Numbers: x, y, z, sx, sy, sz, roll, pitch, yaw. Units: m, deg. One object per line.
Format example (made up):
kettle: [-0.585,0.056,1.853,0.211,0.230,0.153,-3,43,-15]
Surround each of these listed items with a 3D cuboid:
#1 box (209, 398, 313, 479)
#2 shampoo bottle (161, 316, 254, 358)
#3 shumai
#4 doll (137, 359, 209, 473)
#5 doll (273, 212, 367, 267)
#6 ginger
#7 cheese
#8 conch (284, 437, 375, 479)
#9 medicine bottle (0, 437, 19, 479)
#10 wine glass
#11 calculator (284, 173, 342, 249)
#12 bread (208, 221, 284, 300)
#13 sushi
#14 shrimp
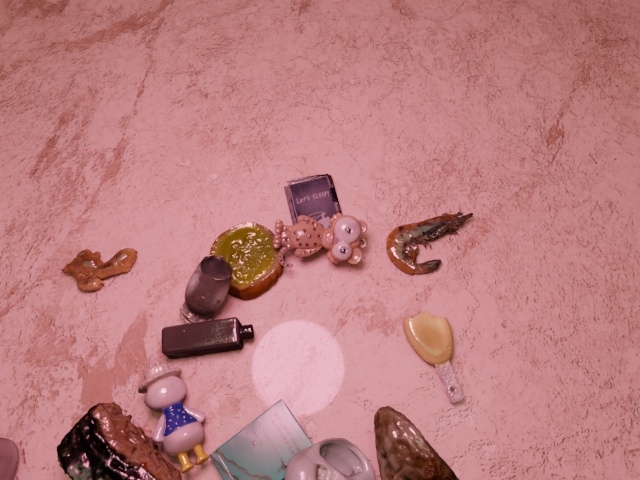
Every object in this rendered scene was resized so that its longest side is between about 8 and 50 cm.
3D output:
box: [-0.143,0.537,1.198,0.226,0.042,0.161,-35,67,-15]
shampoo bottle: [-0.309,0.269,1.316,0.246,0.080,0.079,-8,65,-2]
shumai: [0.179,0.538,1.100,0.203,0.222,0.272,-35,77,-10]
doll: [-0.378,0.439,1.215,0.138,0.119,0.293,-20,65,-31]
doll: [-0.001,-0.002,1.388,0.278,0.119,0.154,-3,89,-4]
ginger: [-0.667,0.070,1.437,0.214,0.059,0.133,-35,72,-13]
cheese: [0.324,0.312,1.293,0.127,0.050,0.255,-17,66,-8]
conch: [0.020,0.568,1.130,0.221,0.121,0.185,14,71,-18]
medicine bottle: [-0.955,0.594,1.151,0.375,0.123,0.282,5,66,3]
wine glass: [-0.314,0.138,1.308,0.111,0.204,0.111,19,37,-15]
calculator: [-0.015,-0.092,1.514,0.165,0.028,0.274,-12,64,-3]
bread: [-0.220,0.058,1.423,0.236,0.070,0.236,0,63,0]
sushi: [-0.453,0.555,1.114,0.171,0.211,0.350,-40,75,-21]
shrimp: [0.347,0.006,1.444,0.296,0.058,0.169,-18,72,-3]
